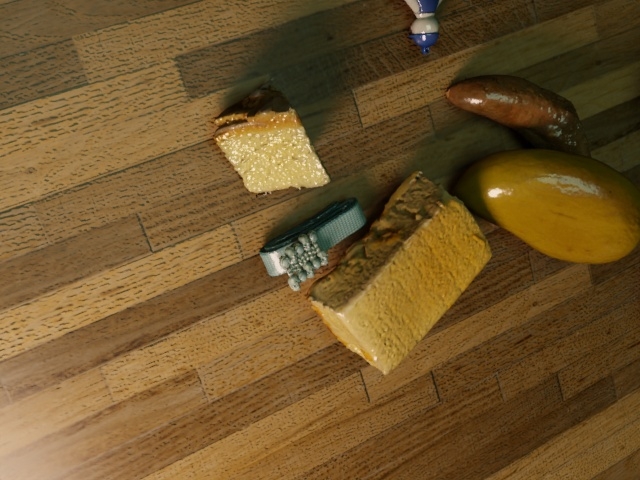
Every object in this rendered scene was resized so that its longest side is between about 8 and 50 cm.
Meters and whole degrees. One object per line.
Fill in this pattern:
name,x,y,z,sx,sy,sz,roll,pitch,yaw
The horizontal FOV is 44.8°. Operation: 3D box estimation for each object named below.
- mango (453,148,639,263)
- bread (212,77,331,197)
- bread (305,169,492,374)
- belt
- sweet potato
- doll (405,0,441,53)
mango,0.398,-0.063,1.285,0.332,0.195,0.142,23,48,-23
bread,-0.062,-0.136,1.093,0.127,0.152,0.147,-38,120,-14
bread,0.124,0.051,1.203,0.274,0.114,0.184,-48,129,-14
belt,-0.002,-0.004,1.165,0.179,0.100,0.065,-34,114,-19
sweet potato,0.371,-0.199,1.311,0.342,0.092,0.114,28,111,-25
doll,0.161,-0.363,1.207,0.099,0.058,0.142,-17,107,-43
